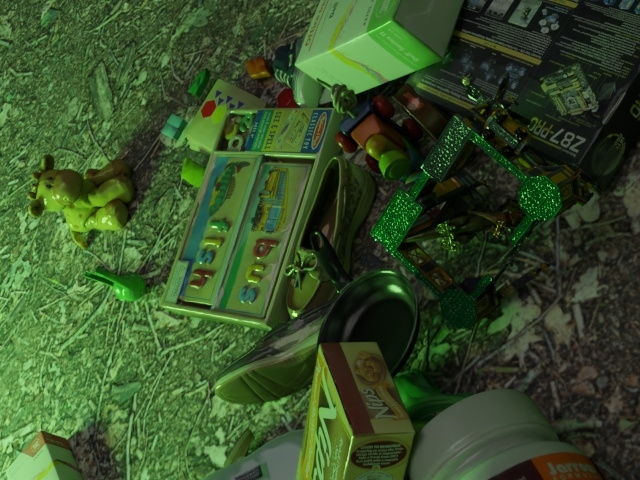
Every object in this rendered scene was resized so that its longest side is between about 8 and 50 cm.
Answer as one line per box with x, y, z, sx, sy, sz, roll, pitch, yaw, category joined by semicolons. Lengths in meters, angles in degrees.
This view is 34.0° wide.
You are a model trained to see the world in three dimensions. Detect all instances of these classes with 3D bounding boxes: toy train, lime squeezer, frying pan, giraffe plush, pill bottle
0.089;-0.152;1.636;0.105;0.248;0.143;-42;50;16;toy train
-0.402;0.087;2.053;0.310;0.110;0.059;172;104;-73;lime squeezer
0.039;0.117;1.566;0.197;0.053;0.326;-60;35;-1;frying pan
-0.520;-0.100;2.204;0.210;0.170;0.181;-34;49;23;giraffe plush
0.262;0.376;1.199;0.224;0.224;0.392;-44;46;15;pill bottle

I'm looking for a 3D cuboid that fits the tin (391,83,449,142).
0.174;-0.180;1.615;0.040;0.189;0.106;-49;59;5;tin

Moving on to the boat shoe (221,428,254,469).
-0.139;0.380;1.688;0.056;0.048;0.153;110;-174;-78;boat shoe

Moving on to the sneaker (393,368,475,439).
0.115;0.250;1.508;0.295;0.109;0.123;5;45;47;sneaker

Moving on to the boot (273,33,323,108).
-0.046;-0.304;1.962;0.086;0.069;0.190;-17;45;26;boot

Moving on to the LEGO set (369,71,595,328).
0.244;-0.054;1.493;0.255;0.192;0.331;37;126;22;LEGO set

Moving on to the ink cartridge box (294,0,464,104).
0.085;-0.374;1.782;0.353;0.119;0.207;-12;52;55;ink cartridge box

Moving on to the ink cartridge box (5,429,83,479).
-0.506;0.466;1.949;0.115;0.067;0.198;-49;44;9;ink cartridge box

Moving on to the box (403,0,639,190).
0.350;-0.289;1.585;0.395;0.097;0.318;33;90;47;box

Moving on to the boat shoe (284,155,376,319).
0.000;0.000;1.740;0.104;0.089;0.285;7;73;43;boat shoe

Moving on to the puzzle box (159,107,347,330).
-0.120;-0.047;1.881;0.272;0.052;0.409;5;72;38;puzzle box

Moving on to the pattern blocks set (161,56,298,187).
-0.181;-0.232;2.072;0.285;0.026;0.325;-52;48;5;pattern blocks set

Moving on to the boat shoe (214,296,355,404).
-0.047;0.176;1.683;0.285;0.103;0.092;-30;45;22;boat shoe

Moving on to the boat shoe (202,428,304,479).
-0.066;0.360;1.602;0.258;0.084;0.095;-21;59;17;boat shoe

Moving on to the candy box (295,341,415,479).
0.034;0.314;1.394;0.183;0.087;0.316;-114;29;-54;candy box
